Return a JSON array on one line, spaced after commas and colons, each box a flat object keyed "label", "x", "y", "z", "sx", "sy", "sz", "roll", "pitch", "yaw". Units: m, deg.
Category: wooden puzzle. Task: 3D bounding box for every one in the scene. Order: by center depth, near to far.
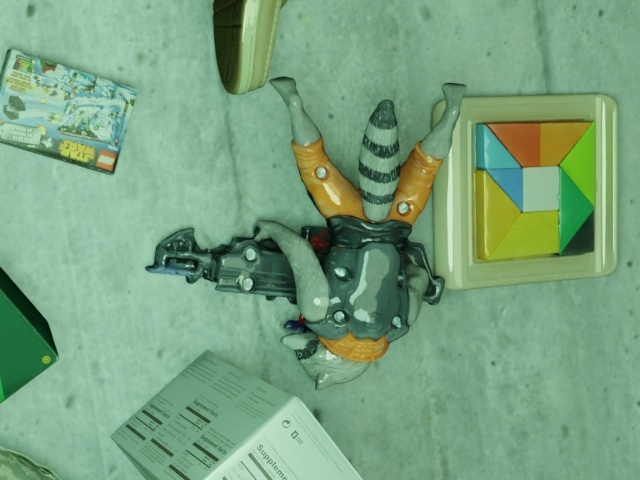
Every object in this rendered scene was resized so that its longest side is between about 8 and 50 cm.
[{"label": "wooden puzzle", "x": 0.245, "y": -0.058, "z": 1.698, "sx": 0.239, "sy": 0.044, "sz": 0.221, "roll": -4, "pitch": 97, "yaw": -22}]

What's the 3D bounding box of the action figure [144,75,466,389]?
[{"label": "action figure", "x": 0.000, "y": 0.000, "z": 1.522, "sx": 0.341, "sy": 0.178, "sz": 0.330, "roll": -2, "pitch": 106, "yaw": -18}]

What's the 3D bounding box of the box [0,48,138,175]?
[{"label": "box", "x": -0.264, "y": -0.129, "z": 1.485, "sx": 0.137, "sy": 0.027, "sz": 0.094, "roll": 17, "pitch": 87, "yaw": -23}]

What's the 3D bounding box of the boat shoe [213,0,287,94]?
[{"label": "boat shoe", "x": -0.045, "y": -0.298, "z": 1.522, "sx": 0.098, "sy": 0.109, "sz": 0.302, "roll": 8, "pitch": 86, "yaw": -22}]

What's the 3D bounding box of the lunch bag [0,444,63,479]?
[{"label": "lunch bag", "x": -0.345, "y": 0.340, "z": 1.425, "sx": 0.235, "sy": 0.169, "sz": 0.287, "roll": 35, "pitch": 74, "yaw": -18}]

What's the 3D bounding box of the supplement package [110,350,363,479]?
[{"label": "supplement package", "x": -0.066, "y": 0.251, "z": 1.477, "sx": 0.145, "sy": 0.262, "sz": 0.204, "roll": -41, "pitch": 109, "yaw": -13}]

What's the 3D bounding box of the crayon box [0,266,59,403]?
[{"label": "crayon box", "x": -0.479, "y": 0.089, "z": 1.319, "sx": 0.363, "sy": 0.106, "sz": 0.313, "roll": -37, "pitch": 115, "yaw": -2}]
